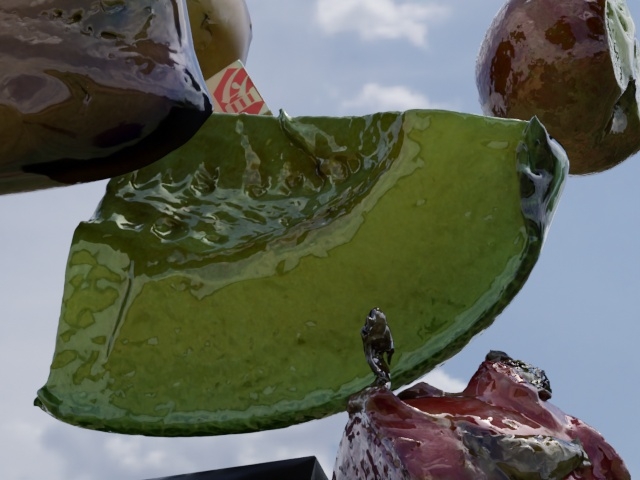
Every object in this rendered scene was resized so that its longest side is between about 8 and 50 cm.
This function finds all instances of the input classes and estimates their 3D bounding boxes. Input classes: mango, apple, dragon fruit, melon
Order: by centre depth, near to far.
[{"bbox_3d":[0.098,0.174,0.943,0.147,0.282,0.211,-5,1,-18],"label":"dragon fruit"},{"bbox_3d":[-0.222,-0.113,1.126,0.287,0.152,0.201,-7,21,4],"label":"mango"},{"bbox_3d":[0.000,0.000,1.168,0.344,0.331,0.226,8,-57,22],"label":"melon"},{"bbox_3d":[0.223,-0.144,1.474,0.160,0.173,0.195,-30,-33,15],"label":"apple"}]

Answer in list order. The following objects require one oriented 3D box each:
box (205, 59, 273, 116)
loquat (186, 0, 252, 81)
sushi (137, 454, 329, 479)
[{"bbox_3d":[-0.095,-0.110,1.433,0.093,0.058,0.015,-33,-16,4],"label":"box"},{"bbox_3d":[-0.185,-0.191,1.590,0.235,0.235,0.235,-3,-22,-1],"label":"loquat"},{"bbox_3d":[-0.086,0.320,1.238,0.215,0.227,0.212,-12,-53,23],"label":"sushi"}]
